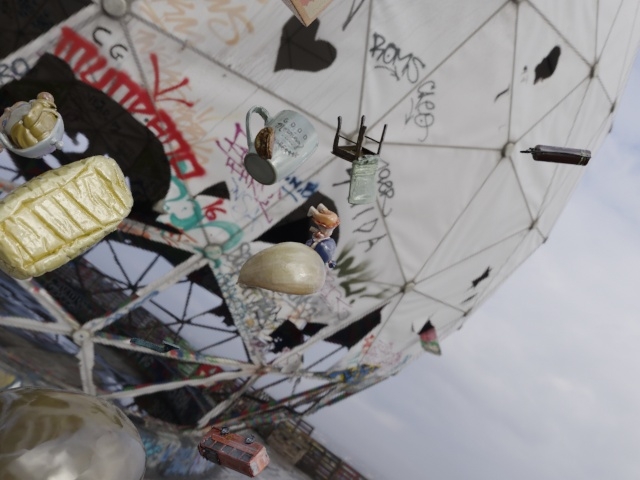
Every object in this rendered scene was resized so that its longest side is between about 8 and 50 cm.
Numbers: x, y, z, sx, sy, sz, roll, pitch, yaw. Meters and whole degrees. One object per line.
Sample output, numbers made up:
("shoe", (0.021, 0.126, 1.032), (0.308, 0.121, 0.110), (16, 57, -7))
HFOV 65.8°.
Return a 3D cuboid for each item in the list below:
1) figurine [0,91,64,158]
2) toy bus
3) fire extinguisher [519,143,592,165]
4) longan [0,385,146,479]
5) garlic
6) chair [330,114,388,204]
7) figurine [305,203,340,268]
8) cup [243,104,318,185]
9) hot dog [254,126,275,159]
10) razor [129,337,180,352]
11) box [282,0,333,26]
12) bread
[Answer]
("figurine", (-0.746, -0.268, 1.235), (0.274, 0.194, 0.133), (-11, -46, 30))
("toy bus", (-0.251, 0.600, 1.414), (0.234, 0.096, 0.074), (-1, -69, 37))
("fire extinguisher", (0.586, -0.214, 1.232), (0.158, 0.043, 0.064), (6, 6, 1))
("longan", (-0.407, 0.343, 0.678), (0.350, 0.288, 0.288), (-29, -56, 22))
("garlic", (-0.097, 0.087, 1.324), (0.244, 0.146, 0.164), (2, -26, -17))
("chair", (0.150, -0.325, 1.994), (0.186, 0.160, 0.319), (35, -54, 42))
("figurine", (0.000, 0.000, 1.484), (0.102, 0.111, 0.195), (31, -55, 33))
("cup", (-0.169, -0.332, 1.675), (0.258, 0.234, 0.186), (45, -36, -8))
("hot dog", (-0.140, -0.247, 1.257), (0.058, 0.083, 0.035), (18, 17, 37))
("razor", (-0.508, 0.313, 1.477), (0.190, 0.033, 0.066), (-1, -26, 34))
("box", (-0.046, -0.636, 0.948), (0.283, 0.259, 0.214), (50, 7, 12))
("bread", (-0.433, -0.042, 0.821), (0.106, 0.236, 0.140), (1, -55, 50))
